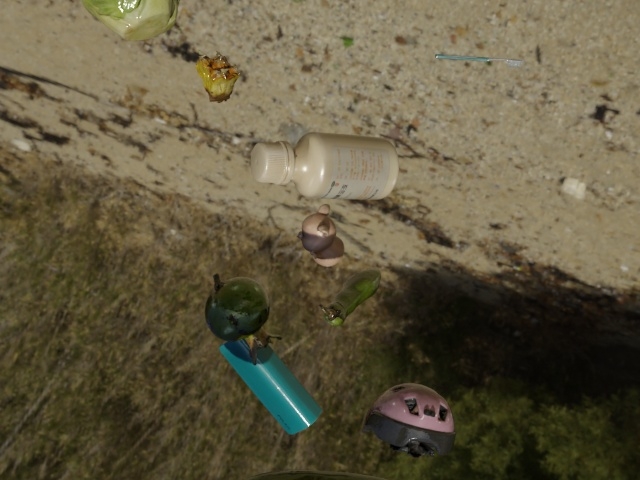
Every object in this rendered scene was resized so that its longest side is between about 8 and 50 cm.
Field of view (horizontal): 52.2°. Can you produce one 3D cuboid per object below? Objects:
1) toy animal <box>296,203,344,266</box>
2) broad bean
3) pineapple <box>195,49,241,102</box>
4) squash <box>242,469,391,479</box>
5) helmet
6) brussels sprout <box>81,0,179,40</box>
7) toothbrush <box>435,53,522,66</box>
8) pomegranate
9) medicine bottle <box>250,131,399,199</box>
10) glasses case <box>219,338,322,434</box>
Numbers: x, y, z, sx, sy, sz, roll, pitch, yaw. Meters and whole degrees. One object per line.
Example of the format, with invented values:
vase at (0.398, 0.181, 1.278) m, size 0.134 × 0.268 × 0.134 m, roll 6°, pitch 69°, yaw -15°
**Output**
toy animal at (0.006, -0.002, 1.282) m, size 0.083 × 0.089 × 0.150 m, roll 51°, pitch 170°, yaw 35°
broad bean at (0.064, 0.120, 1.360) m, size 0.067 × 0.075 × 0.325 m, roll 36°, pitch -155°, yaw 8°
pineapple at (-0.231, -0.364, 1.460) m, size 0.069 × 0.116 × 0.137 m, roll -17°, pitch -145°, yaw -22°
squash at (0.010, 0.302, 0.753) m, size 0.258 × 0.069 × 0.069 m, roll 6°, pitch 179°, yaw -8°
helmet at (0.203, 0.393, 1.465) m, size 0.198 × 0.154 × 0.253 m, roll 14°, pitch 180°, yaw -7°
brussels sprout at (-0.279, -0.392, 0.962) m, size 0.180 × 0.161 × 0.144 m, roll 54°, pitch 169°, yaw 7°
toothbrush at (0.297, -0.338, 1.226) m, size 0.167 × 0.014 × 0.011 m, roll 3°, pitch -154°, yaw -5°
pomegranate at (-0.180, 0.179, 1.527) m, size 0.156 × 0.156 × 0.220 m, roll 17°, pitch 147°, yaw 40°
medicine bottle at (0.007, -0.129, 1.120) m, size 0.252 × 0.114 × 0.114 m, roll 0°, pitch -173°, yaw -30°
glasses case at (-0.136, 0.365, 1.696) m, size 0.301 × 0.117 × 0.070 m, roll 50°, pitch -146°, yaw -4°
